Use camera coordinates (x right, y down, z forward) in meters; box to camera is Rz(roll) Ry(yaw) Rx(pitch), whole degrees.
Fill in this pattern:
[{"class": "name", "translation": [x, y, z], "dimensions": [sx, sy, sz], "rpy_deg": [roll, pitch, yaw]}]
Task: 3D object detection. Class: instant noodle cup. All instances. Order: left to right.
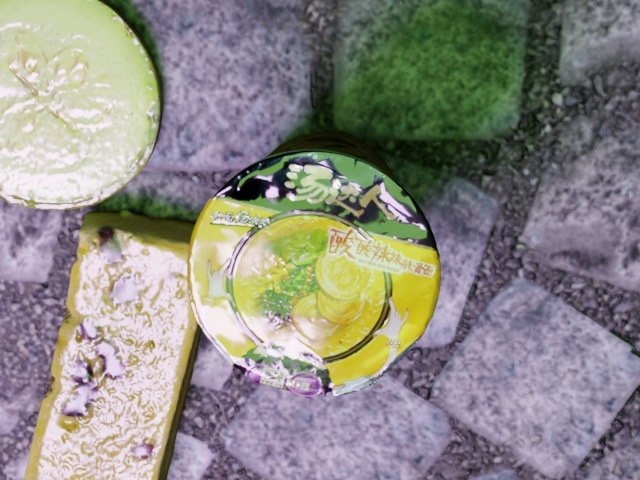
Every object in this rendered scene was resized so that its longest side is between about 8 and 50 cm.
[{"class": "instant noodle cup", "translation": [0.000, 0.000, 1.273], "dimensions": [0.216, 0.236, 0.215], "rpy_deg": [1, 106, 3]}]

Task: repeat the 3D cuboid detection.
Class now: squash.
[{"class": "squash", "translation": [-0.257, -0.134, 1.350], "dimensions": [0.219, 0.041, 0.219], "rpy_deg": [1, 106, 3]}]

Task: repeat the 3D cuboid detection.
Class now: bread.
[{"class": "bread", "translation": [-0.202, 0.149, 1.407], "dimensions": [0.138, 0.077, 0.361], "rpy_deg": [14, 106, -2]}]
